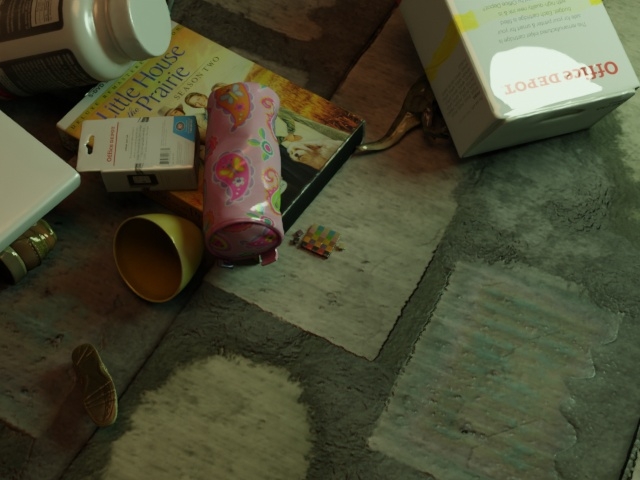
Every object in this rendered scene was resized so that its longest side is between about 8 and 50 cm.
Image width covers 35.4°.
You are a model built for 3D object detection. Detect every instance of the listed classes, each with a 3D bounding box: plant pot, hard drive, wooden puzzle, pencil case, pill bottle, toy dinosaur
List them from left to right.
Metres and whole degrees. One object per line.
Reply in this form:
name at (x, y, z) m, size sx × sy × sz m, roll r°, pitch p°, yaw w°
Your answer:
hard drive at (-0.537, -0.055, 1.476) m, size 0.203 × 0.040 × 0.307 m, roll 37°, pitch 60°, yaw 11°
pill bottle at (-0.416, -0.341, 1.654) m, size 0.318 × 0.176 × 0.176 m, roll -6°, pitch 53°, yaw 22°
plant pot at (-0.230, 0.015, 1.511) m, size 0.134 × 0.134 × 0.095 m, roll 32°, pitch 33°, yaw 20°
pencil case at (-0.115, -0.103, 1.517) m, size 0.124 × 0.124 × 0.284 m, roll -3°, pitch 58°, yaw -2°
wooden puzzle at (0.000, 0.000, 1.582) m, size 0.083 × 0.006 × 0.049 m, roll 23°, pitch 58°, yaw 15°
toy dinosaur at (0.181, -0.220, 1.708) m, size 0.118 × 0.064 × 0.268 m, roll 27°, pitch 64°, yaw 21°

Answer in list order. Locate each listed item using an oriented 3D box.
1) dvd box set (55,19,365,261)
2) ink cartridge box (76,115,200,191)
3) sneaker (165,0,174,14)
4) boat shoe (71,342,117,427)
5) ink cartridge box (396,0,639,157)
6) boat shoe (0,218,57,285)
dvd box set at (-0.180, -0.180, 1.671) m, size 0.420 × 0.062 × 0.308 m, roll 30°, pitch 61°, yaw 19°
ink cartridge box at (-0.282, -0.135, 1.568) m, size 0.180 × 0.060 × 0.104 m, roll -2°, pitch 59°, yaw 1°
sneaker at (-0.362, -0.445, 1.823) m, size 0.178 × 0.124 × 0.295 m, roll 24°, pitch 57°, yaw 26°
boat shoe at (-0.311, 0.208, 1.414) m, size 0.050 × 0.045 × 0.135 m, roll -22°, pitch 56°, yaw -3°
ink cartridge box at (0.304, -0.356, 1.651) m, size 0.279 × 0.160 × 0.385 m, roll -15°, pitch 75°, yaw -20°
boat shoe at (-0.545, -0.052, 1.563) m, size 0.307 × 0.111 × 0.104 m, roll 37°, pitch 59°, yaw 11°
